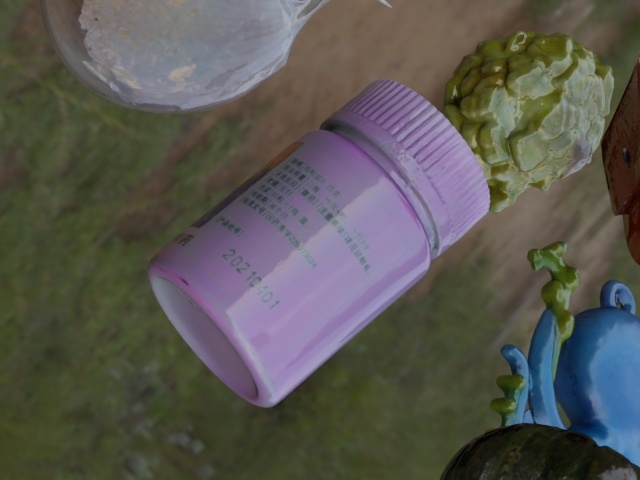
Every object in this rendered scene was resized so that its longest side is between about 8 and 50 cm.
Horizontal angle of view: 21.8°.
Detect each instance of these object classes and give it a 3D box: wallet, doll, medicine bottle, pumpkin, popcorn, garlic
[{"bbox_3d":[0.293,-0.069,1.480,0.045,0.142,0.204,-10,163,-3],"label":"wallet"},{"bbox_3d":[0.275,0.202,1.603,0.099,0.346,0.341,-8,-116,52],"label":"doll"},{"bbox_3d":[0.000,0.000,1.544,0.291,0.178,0.178,-41,169,-18],"label":"medicine bottle"},{"bbox_3d":[0.173,0.196,1.199,0.107,0.184,0.119,90,24,-64],"label":"pumpkin"},{"bbox_3d":[0.263,-0.156,2.112,0.235,0.181,0.216,-28,119,-33],"label":"popcorn"},{"bbox_3d":[-0.094,-0.160,1.270,0.148,0.267,0.128,123,-24,-59],"label":"garlic"}]
